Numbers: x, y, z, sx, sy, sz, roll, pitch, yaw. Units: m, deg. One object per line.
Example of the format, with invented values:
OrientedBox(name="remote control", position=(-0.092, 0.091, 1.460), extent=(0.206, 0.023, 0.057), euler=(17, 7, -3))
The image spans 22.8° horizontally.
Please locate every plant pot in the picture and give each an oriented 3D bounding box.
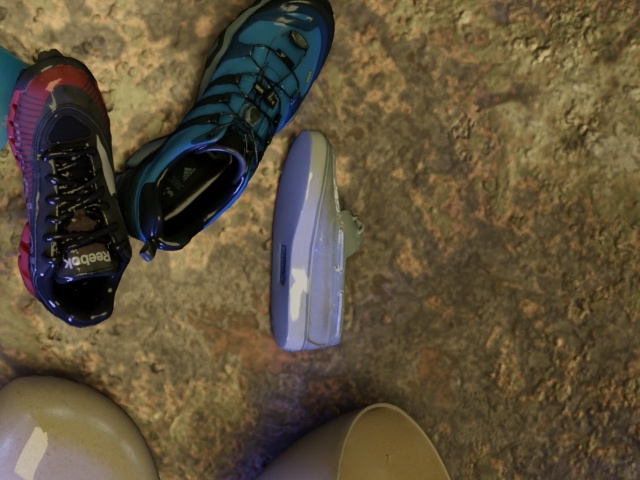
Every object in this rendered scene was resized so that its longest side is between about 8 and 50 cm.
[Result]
OrientedBox(name="plant pot", position=(0.007, 0.319, 1.573), extent=(0.191, 0.284, 0.284), euler=(-16, 104, 26))

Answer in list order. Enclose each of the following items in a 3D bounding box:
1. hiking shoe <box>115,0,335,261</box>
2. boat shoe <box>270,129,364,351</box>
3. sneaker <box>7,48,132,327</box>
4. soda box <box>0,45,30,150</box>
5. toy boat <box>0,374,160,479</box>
OrientedBox(name="hiking shoe", position=(-0.076, -0.108, 1.531), extent=(0.113, 0.132, 0.304), euler=(36, 91, -29))
OrientedBox(name="boat shoe", position=(0.000, 0.001, 1.607), extent=(0.081, 0.079, 0.227), euler=(1, 103, -22))
OrientedBox(name="sneaker", position=(-0.228, -0.036, 1.468), extent=(0.098, 0.135, 0.276), euler=(-11, 124, -21))
OrientedBox(name="soda box", position=(-0.345, -0.083, 1.491), extent=(0.071, 0.067, 0.210), euler=(35, 74, -15))
OrientedBox(name="toy boat", position=(-0.313, 0.271, 1.548), extent=(0.318, 0.148, 0.267), euler=(-20, 107, -17))
